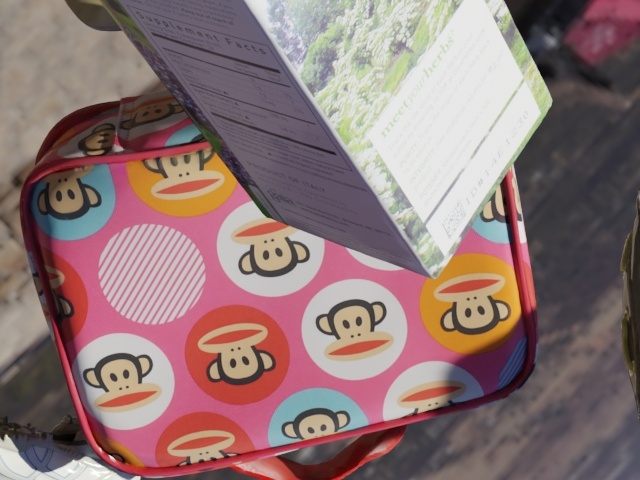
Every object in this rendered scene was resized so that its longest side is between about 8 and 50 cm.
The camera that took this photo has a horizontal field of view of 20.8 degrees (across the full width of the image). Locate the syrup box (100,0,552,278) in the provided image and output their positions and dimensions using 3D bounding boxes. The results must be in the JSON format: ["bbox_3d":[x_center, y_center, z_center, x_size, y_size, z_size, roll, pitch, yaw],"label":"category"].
[{"bbox_3d":[-0.011,-0.095,0.622,0.093,0.096,0.237,-56,139,-17],"label":"syrup box"}]

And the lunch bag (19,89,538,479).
[{"bbox_3d":[-0.017,0.029,1.050,0.293,0.258,0.120,-11,-159,3],"label":"lunch bag"}]

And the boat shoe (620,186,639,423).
[{"bbox_3d":[0.268,0.080,1.224,0.091,0.109,0.305,97,-4,-55],"label":"boat shoe"}]

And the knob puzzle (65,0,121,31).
[{"bbox_3d":[-0.057,-0.180,0.777,0.213,0.213,0.030,-47,172,0],"label":"knob puzzle"}]

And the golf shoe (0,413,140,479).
[{"bbox_3d":[-0.191,0.155,1.109,0.176,0.069,0.086,7,92,-32],"label":"golf shoe"}]
